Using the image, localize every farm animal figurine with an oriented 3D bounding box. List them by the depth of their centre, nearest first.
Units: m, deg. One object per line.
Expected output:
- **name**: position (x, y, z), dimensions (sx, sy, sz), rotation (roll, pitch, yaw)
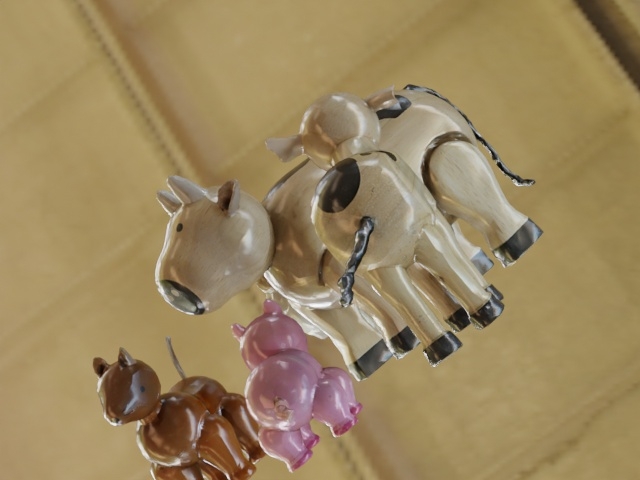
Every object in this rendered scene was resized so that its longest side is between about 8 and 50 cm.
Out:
- **farm animal figurine**: position (0.000, 0.000, 1.190), dimensions (0.172, 0.327, 0.330), rotation (52, -45, -1)
